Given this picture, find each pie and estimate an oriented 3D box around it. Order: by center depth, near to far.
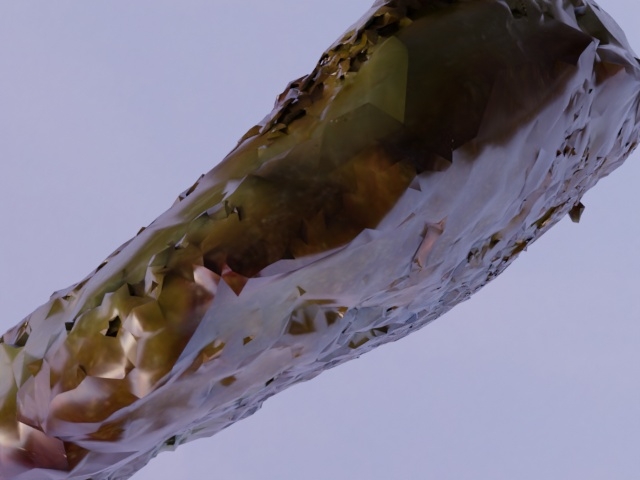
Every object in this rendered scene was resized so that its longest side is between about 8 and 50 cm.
[{"bbox_3d":[0.000,0.000,0.607,0.103,0.288,0.355,56,-153,8],"label":"pie"}]
